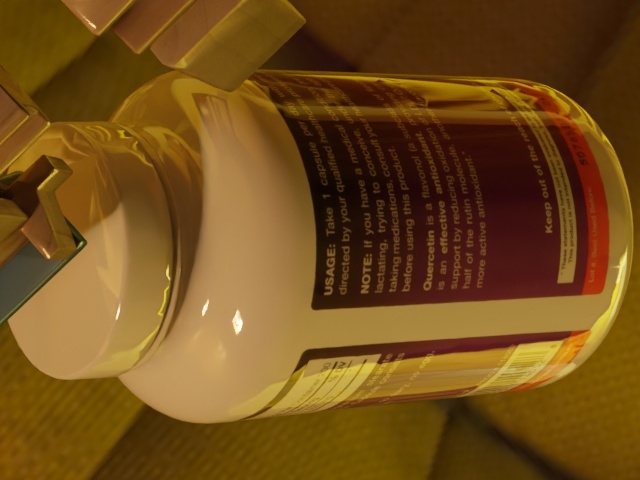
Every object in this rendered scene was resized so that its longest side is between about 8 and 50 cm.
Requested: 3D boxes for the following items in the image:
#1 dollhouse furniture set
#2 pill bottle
[{"bbox_3d":[-0.192,-0.062,0.705,0.198,0.303,0.286,47,5,4],"label":"dollhouse furniture set"},{"bbox_3d":[0.000,0.000,0.996,0.323,0.181,0.181,-1,49,-38],"label":"pill bottle"}]
